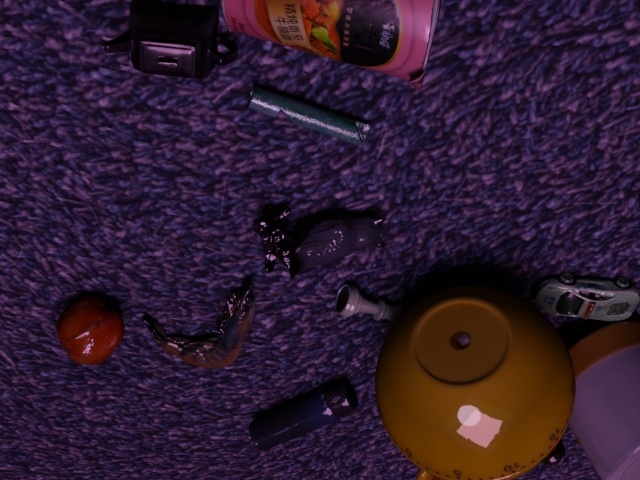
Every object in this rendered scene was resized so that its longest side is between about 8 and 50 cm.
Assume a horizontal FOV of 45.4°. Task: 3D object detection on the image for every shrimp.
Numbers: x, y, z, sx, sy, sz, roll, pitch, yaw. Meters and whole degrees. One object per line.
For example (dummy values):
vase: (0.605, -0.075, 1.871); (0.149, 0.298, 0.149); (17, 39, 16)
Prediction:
shrimp: (-0.225, 0.148, 1.418); (0.198, 0.051, 0.262); (17, 132, -14)

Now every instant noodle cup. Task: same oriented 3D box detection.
instant noodle cup: (0.021, -0.313, 0.912); (0.254, 0.244, 0.244); (9, 132, 4)

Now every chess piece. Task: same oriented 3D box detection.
chess piece: (0.102, 0.126, 1.401); (0.149, 0.059, 0.059); (18, 129, -24)

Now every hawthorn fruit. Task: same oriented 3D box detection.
hawthorn fruit: (-0.418, 0.161, 1.388); (0.128, 0.128, 0.128); (0, 132, 0)

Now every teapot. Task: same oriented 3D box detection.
teapot: (-0.200, -0.258, 1.027); (0.177, 0.096, 0.087); (5, 131, -5)

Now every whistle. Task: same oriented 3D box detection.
whistle: (-0.017, -0.183, 1.134); (0.186, 0.039, 0.039); (16, 129, -15)

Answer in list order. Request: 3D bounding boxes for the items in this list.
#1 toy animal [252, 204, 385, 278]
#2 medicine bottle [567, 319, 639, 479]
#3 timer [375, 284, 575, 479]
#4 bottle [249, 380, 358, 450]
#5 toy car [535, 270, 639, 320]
toy animal: (0.004, 0.001, 1.247); (0.209, 0.117, 0.121); (-5, 125, 7)
medicine bottle: (0.571, 0.307, 1.406); (0.237, 0.232, 0.238); (-12, 137, -12)
timer: (0.276, 0.267, 1.344); (0.375, 0.376, 0.387); (-12, 143, 11)
bottle: (-0.036, 0.362, 1.592); (0.244, 0.072, 0.082); (-28, 144, 22)
toy car: (0.481, 0.111, 1.384); (0.186, 0.058, 0.093); (5, 133, -5)
